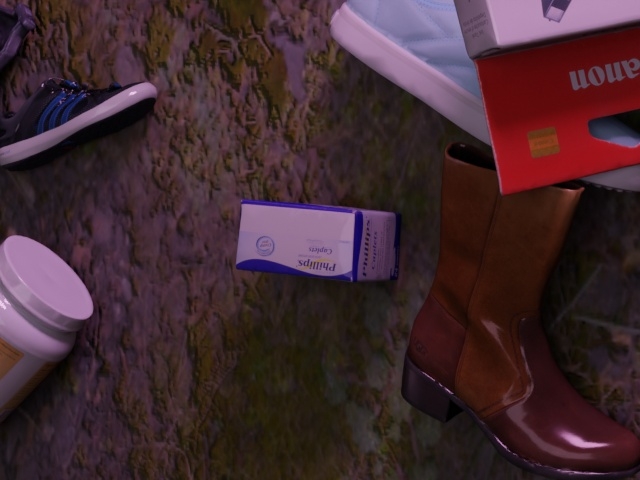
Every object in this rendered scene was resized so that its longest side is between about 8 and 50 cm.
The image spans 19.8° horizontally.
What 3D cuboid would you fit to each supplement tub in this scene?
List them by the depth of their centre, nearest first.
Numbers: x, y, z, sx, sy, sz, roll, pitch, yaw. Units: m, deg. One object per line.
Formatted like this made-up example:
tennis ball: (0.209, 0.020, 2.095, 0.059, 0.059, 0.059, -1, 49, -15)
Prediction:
supplement tub: (-0.354, 0.106, 1.972, 0.200, 0.144, 0.144, -45, 76, 16)

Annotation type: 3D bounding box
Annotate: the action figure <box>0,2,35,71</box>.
action figure: (-0.498, -0.178, 2.011, 0.330, 0.178, 0.341, 43, 102, 25)

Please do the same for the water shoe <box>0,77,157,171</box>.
water shoe: (-0.273, -0.143, 1.974, 0.203, 0.073, 0.080, -22, 81, 20)

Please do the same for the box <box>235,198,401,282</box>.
box: (0.000, 0.000, 1.835, 0.126, 0.137, 0.072, 5, 92, 21)

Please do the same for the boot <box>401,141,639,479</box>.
boot: (0.213, 0.068, 1.743, 0.264, 0.096, 0.280, 28, 121, 31)

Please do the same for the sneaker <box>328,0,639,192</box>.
sneaker: (0.179, -0.179, 1.761, 0.366, 0.135, 0.150, 32, 109, 18)

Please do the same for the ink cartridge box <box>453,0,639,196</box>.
ink cartridge box: (0.271, -0.198, 1.663, 0.296, 0.066, 0.261, -14, 89, -23)
